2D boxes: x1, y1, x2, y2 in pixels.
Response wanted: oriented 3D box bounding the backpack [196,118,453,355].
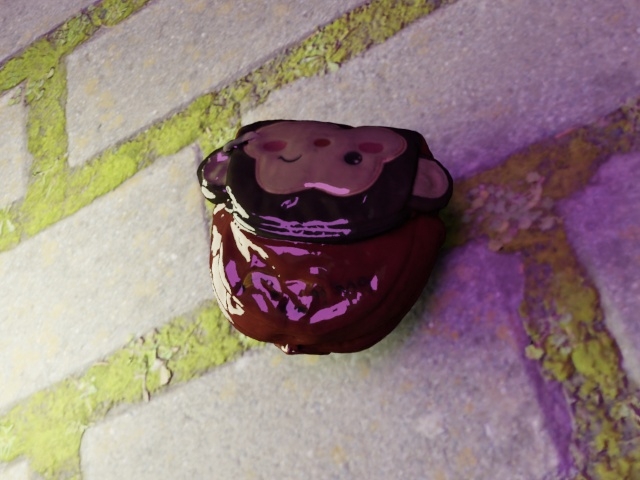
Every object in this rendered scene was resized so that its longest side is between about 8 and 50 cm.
[{"bbox_3d":[-0.001,-0.001,0.842,0.229,0.139,0.229,-5,57,8],"label":"backpack"}]
